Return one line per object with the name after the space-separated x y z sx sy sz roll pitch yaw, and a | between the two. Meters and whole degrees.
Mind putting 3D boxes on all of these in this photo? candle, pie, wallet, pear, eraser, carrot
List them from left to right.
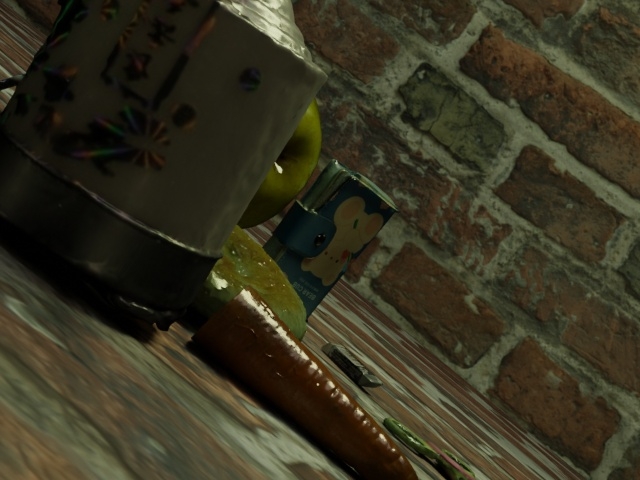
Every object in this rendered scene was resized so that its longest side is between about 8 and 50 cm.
-0.136 -0.001 1.080 0.323 0.070 0.323 39 6 -4 | pie
-0.094 -0.117 0.814 0.187 0.330 0.187 32 5 -3 | candle
-0.141 -0.146 1.557 0.307 0.253 0.253 30 -4 36 | pear
-0.002 0.124 0.907 0.210 0.061 0.061 44 2 1 | carrot
0.000 -0.001 1.562 0.059 0.202 0.141 43 6 40 | wallet
0.037 0.150 1.436 0.027 0.019 0.099 18 15 -42 | eraser

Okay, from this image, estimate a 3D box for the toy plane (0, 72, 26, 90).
-0.241 -0.124 1.302 0.182 0.107 0.273 -5 -8 10 | toy plane

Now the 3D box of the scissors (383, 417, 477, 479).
0.147 0.246 1.239 0.133 0.020 0.187 34 3 -35 | scissors
